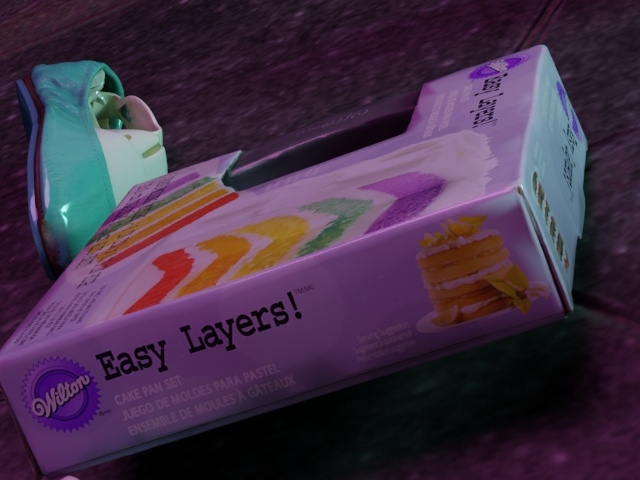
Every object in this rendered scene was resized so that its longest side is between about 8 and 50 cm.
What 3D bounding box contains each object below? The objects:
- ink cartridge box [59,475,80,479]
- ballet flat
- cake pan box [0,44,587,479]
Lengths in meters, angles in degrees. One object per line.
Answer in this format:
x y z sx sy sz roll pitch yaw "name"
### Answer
-0.103 0.189 0.671 0.189 0.066 0.232 -37 24 -23 "ink cartridge box"
-0.138 -0.054 1.135 0.087 0.083 0.247 -12 27 -6 "ballet flat"
0.000 0.000 0.875 0.246 0.070 0.267 -16 15 15 "cake pan box"
